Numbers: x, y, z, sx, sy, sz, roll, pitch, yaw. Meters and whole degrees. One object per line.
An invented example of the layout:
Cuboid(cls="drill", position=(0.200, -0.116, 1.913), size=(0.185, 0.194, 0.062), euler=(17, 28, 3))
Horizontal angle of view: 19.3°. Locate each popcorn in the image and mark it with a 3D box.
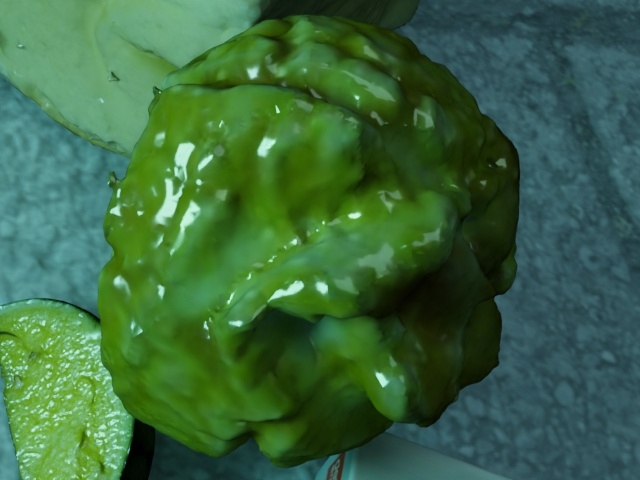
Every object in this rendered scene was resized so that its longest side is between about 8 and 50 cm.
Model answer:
Cuboid(cls="popcorn", position=(-0.007, -0.007, 1.153), size=(0.247, 0.282, 0.282), euler=(6, 47, 12))

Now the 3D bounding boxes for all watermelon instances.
Cuboid(cls="watermelon", position=(-0.146, 0.116, 1.207), size=(0.092, 0.075, 0.181), euler=(-25, 60, 9))

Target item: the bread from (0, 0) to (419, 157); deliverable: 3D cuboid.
Cuboid(cls="bread", position=(-0.105, -0.288, 1.370), size=(0.390, 0.279, 0.371), euler=(41, 49, 5))

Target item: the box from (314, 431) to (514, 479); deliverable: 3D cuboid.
Cuboid(cls="box", position=(0.046, 0.252, 1.172), size=(0.135, 0.079, 0.269), euler=(23, 49, -11))
